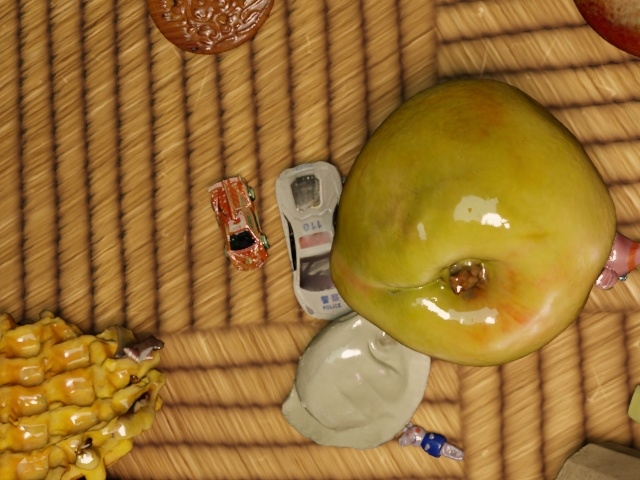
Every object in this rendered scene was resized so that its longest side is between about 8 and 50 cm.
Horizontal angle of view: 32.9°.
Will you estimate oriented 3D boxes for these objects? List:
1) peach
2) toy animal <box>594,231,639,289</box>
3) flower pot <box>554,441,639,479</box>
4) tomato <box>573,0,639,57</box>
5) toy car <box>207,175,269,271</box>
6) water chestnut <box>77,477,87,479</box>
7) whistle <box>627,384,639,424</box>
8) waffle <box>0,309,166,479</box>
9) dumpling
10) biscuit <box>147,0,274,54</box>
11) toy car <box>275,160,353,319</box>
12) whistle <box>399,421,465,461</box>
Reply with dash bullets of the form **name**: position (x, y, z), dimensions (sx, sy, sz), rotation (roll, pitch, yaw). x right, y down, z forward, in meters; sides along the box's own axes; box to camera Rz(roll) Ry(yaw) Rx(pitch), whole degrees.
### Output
- **peach**: position (0.165, -0.028, 1.196), dimensions (0.314, 0.315, 0.281), rotation (10, 130, 18)
- **toy animal**: position (0.404, -0.006, 1.257), dimensions (0.208, 0.100, 0.103), rotation (-35, 117, 8)
- **flower pot**: position (0.364, 0.320, 1.163), dimensions (0.202, 0.212, 0.212), rotation (15, 90, 56)
- **tomato**: position (0.409, -0.330, 1.204), dimensions (0.270, 0.223, 0.270), rotation (1, 93, 35)
- **toy car**: position (-0.107, -0.020, 1.417), dimensions (0.059, 0.035, 0.122), rotation (-18, 79, 10)
- **water chestnut**: position (-0.315, 0.421, 1.334), dimensions (0.335, 0.347, 0.335), rotation (-2, 119, -4)
- **whistle**: position (0.483, 0.232, 1.183), dimensions (0.294, 0.141, 0.141), rotation (16, 90, 17)
- **waffle**: position (-0.387, 0.224, 1.314), dimensions (0.382, 0.379, 0.095), rotation (10, 127, 35)
- **dumpling**: position (0.045, 0.161, 1.337), dimensions (0.153, 0.108, 0.219), rotation (30, 114, -28)
- **biscuit**: position (-0.149, -0.342, 1.458), dimensions (0.188, 0.027, 0.187), rotation (-1, 86, 15)
- **toy car**: position (0.000, 0.000, 1.376), dimensions (0.095, 0.056, 0.205), rotation (-12, 82, 13)
- **whistle**: position (0.136, 0.251, 1.331), dimensions (0.083, 0.029, 0.033), rotation (20, 73, 20)
